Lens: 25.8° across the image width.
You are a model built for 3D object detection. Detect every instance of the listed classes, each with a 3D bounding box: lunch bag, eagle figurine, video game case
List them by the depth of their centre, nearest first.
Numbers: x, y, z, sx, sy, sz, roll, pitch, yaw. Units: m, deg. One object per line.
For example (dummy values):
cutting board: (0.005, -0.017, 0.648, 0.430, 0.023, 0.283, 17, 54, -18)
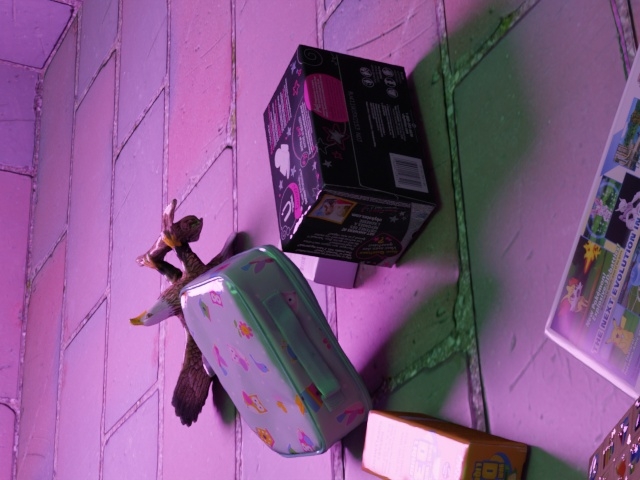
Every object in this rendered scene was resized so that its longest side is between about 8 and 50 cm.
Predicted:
video game case: (0.334, -0.011, 1.254, 0.300, 0.036, 0.329, 40, 117, 63)
lunch bag: (-0.052, 0.147, 1.794, 0.279, 0.108, 0.224, 58, 152, -4)
eagle figurine: (-0.194, 0.117, 2.223, 0.298, 0.225, 0.226, 58, -176, 17)

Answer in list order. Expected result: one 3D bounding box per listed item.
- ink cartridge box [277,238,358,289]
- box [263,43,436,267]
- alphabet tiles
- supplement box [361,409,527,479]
ink cartridge box: (0.000, 0.000, 1.942, 0.150, 0.063, 0.109, 20, 98, 66)
box: (0.033, -0.106, 1.798, 0.142, 0.163, 0.247, 124, 147, -44)
alphabet tiles: (0.264, 0.226, 1.193, 0.237, 0.009, 0.198, 108, 176, -56)
supplement box: (0.131, 0.240, 1.531, 0.233, 0.080, 0.078, 3, 85, 64)
